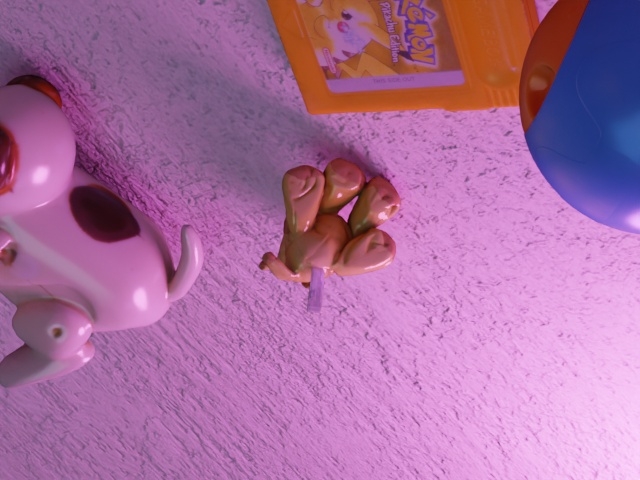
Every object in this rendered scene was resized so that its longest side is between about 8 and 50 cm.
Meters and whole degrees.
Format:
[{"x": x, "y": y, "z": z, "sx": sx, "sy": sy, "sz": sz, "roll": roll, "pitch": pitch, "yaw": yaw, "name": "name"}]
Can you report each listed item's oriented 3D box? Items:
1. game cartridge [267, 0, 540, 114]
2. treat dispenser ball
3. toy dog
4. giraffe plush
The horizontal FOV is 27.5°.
[{"x": 0.092, "y": -0.276, "z": 1.546, "sx": 0.324, "sy": 0.052, "sz": 0.285, "roll": 2, "pitch": 131, "yaw": 30, "name": "game cartridge"}, {"x": 0.349, "y": -0.149, "z": 1.348, "sx": 0.288, "sy": 0.288, "sz": 0.288, "roll": 16, "pitch": 136, "yaw": 16, "name": "treat dispenser ball"}, {"x": -0.408, "y": -0.029, "z": 1.897, "sx": 0.395, "sy": 0.284, "sz": 0.408, "roll": -8, "pitch": 124, "yaw": 34, "name": "toy dog"}, {"x": 0.000, "y": 0.000, "z": 1.800, "sx": 0.181, "sy": 0.210, "sz": 0.170, "roll": 24, "pitch": 172, "yaw": -9, "name": "giraffe plush"}]
